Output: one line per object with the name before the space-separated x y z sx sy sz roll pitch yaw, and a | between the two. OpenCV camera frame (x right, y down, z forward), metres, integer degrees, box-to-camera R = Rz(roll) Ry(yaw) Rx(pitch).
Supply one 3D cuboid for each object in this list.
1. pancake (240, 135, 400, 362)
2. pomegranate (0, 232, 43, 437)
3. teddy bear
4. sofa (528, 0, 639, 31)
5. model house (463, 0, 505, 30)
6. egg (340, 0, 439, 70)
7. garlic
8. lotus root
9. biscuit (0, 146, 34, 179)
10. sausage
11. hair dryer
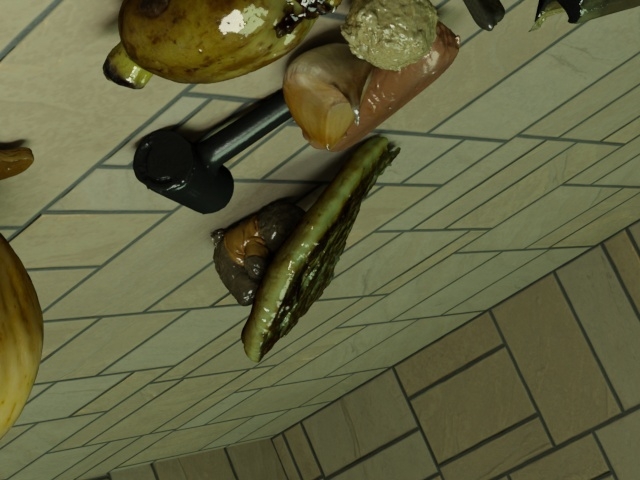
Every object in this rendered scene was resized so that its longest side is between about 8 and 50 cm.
pancake | -0.002 0.002 2.309 0.427 0.067 0.305 -64 167 25
pomegranate | -0.524 0.149 1.666 0.410 0.410 0.410 -22 164 -7
teddy bear | -0.100 0.008 2.363 0.190 0.140 0.177 -35 -173 12
sofa | 0.306 -0.374 1.474 0.200 0.258 0.182 -17 176 -20
model house | 0.048 -0.305 1.287 0.218 0.279 0.205 -19 162 -21
egg | 0.089 -0.275 1.724 0.118 0.116 0.140 -43 151 -9
garlic | 0.009 -0.211 1.820 0.207 0.115 0.128 132 -17 -79
lotus root | -0.115 -0.251 1.471 0.314 0.141 0.169 -20 164 22
biscuit | -0.454 -0.096 1.670 0.138 0.031 0.205 -30 164 24
sausage | 0.086 -0.219 1.950 0.086 0.086 0.289 -6 155 -48
hair dryer | -0.125 -0.136 1.937 0.251 0.089 0.197 -33 163 7
